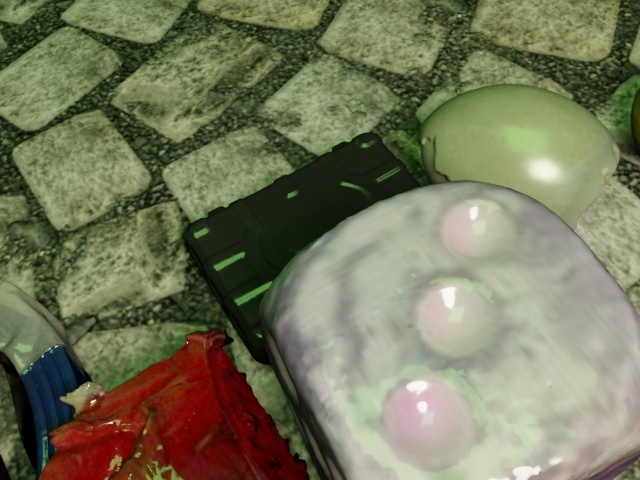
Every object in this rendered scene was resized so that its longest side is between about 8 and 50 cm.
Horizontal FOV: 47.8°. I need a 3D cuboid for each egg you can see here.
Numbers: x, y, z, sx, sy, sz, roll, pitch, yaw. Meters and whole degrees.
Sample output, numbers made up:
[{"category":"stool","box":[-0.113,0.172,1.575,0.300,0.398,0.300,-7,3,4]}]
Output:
[{"category":"egg","box":[0.221,-0.095,0.846,0.217,0.183,0.183,32,65,13]}]

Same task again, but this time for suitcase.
[{"category":"suitcase","box":[0.000,0.000,0.874,0.285,0.066,0.206,-29,59,-13]}]

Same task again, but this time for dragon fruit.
[{"category":"dragon fruit","box":[-0.110,0.258,0.632,0.282,0.100,0.343,-29,75,-27]}]

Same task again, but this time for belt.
[{"category":"belt","box":[-0.338,0.198,0.746,0.212,0.117,0.347,-28,60,-12]}]

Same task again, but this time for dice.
[{"category":"dice","box":[0.115,0.129,0.658,0.270,0.270,0.271,-24,59,-11]}]

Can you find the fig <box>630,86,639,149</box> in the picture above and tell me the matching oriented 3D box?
[{"category":"fig","box":[0.468,-0.176,0.901,0.142,0.148,0.186,-16,63,47]}]

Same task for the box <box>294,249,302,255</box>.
[{"category":"box","box":[0.016,0.006,0.751,0.073,0.149,0.020,-25,91,-10]}]
